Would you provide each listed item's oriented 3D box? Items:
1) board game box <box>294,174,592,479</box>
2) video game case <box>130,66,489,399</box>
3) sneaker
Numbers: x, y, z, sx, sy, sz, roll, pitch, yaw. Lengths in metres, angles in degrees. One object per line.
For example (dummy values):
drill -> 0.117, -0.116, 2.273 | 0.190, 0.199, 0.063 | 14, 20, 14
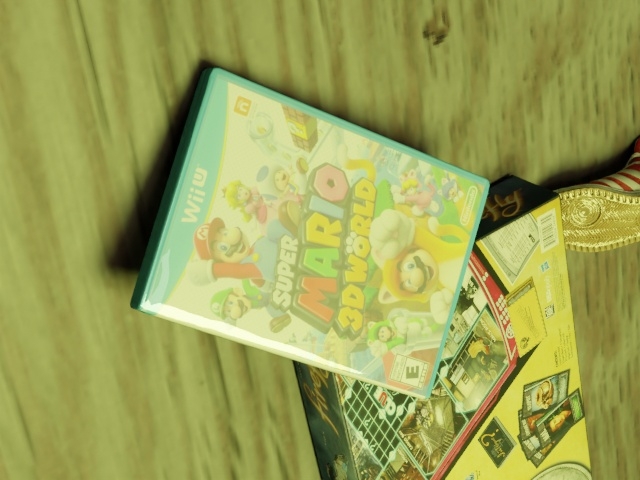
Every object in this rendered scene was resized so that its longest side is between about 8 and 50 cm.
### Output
board game box -> 0.076, 0.105, 0.812 | 0.165, 0.042, 0.243 | -27, 123, -26
video game case -> 0.000, 0.000, 0.691 | 0.166, 0.015, 0.119 | 20, 83, -28
sneaker -> 0.176, -0.029, 0.837 | 0.118, 0.067, 0.042 | -7, 119, -2
